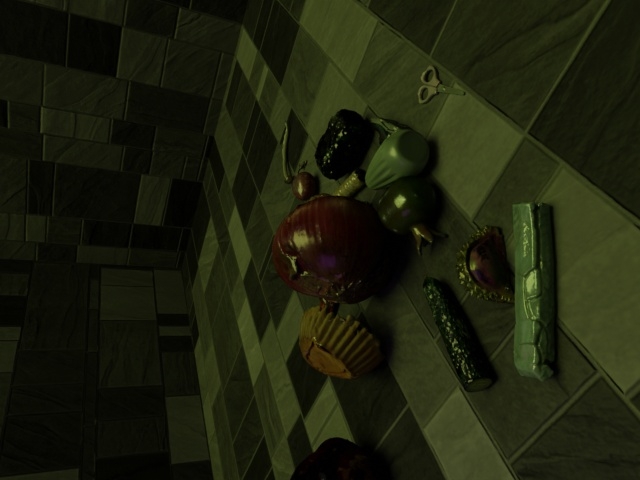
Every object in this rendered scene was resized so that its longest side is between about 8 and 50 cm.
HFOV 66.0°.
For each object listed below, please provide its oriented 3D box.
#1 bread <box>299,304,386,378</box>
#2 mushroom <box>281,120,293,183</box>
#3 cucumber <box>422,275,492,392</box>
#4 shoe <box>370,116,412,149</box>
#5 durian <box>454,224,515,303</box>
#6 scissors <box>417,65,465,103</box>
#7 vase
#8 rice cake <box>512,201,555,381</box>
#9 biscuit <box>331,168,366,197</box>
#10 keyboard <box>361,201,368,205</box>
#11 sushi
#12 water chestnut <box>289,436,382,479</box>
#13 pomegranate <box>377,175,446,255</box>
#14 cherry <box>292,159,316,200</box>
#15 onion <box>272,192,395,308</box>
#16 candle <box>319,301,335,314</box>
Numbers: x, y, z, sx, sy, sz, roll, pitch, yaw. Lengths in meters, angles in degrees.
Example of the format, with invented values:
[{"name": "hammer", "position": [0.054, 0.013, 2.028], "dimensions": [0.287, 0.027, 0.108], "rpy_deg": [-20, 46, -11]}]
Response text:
[{"name": "bread", "position": [0.044, 0.303, 1.424], "dimensions": [0.149, 0.274, 0.274], "rpy_deg": [-47, 13, -26]}, {"name": "mushroom", "position": [-0.150, -0.379, 2.160], "dimensions": [0.068, 0.043, 0.306], "rpy_deg": [-26, 60, 40]}, {"name": "cucumber", "position": [0.302, 0.198, 1.123], "dimensions": [0.067, 0.067, 0.294], "rpy_deg": [-60, 35, 41]}, {"name": "shoe", "position": [0.193, -0.298, 1.425], "dimensions": [0.169, 0.071, 0.099], "rpy_deg": [43, 126, 54]}, {"name": "durian", "position": [0.324, 0.055, 1.051], "dimensions": [0.119, 0.108, 0.187], "rpy_deg": [-37, 53, 56]}, {"name": "scissors", "position": [0.310, -0.392, 1.267], "dimensions": [0.189, 0.015, 0.100], "rpy_deg": [43, 125, 55]}, {"name": "vase", "position": [0.195, -0.206, 1.348], "dimensions": [0.248, 0.128, 0.128], "rpy_deg": [143, 128, -68]}, {"name": "rice cake", "position": [0.405, 0.092, 0.939], "dimensions": [0.066, 0.063, 0.336], "rpy_deg": [160, 111, -70]}, {"name": "biscuit", "position": [0.086, -0.162, 1.628], "dimensions": [0.219, 0.061, 0.055], "rpy_deg": [-40, 28, 52]}, {"name": "keyboard", "position": [0.092, -0.078, 1.580], "dimensions": [0.381, 0.041, 0.103], "rpy_deg": [7, 103, 57]}, {"name": "sushi", "position": [0.073, -0.304, 1.602], "dimensions": [0.225, 0.124, 0.127], "rpy_deg": [-57, 38, 34]}, {"name": "water chestnut", "position": [0.046, 0.701, 1.356], "dimensions": [0.244, 0.289, 0.289], "rpy_deg": [66, -157, -78]}, {"name": "pomegranate", "position": [0.236, -0.064, 1.248], "dimensions": [0.191, 0.131, 0.152], "rpy_deg": [57, 134, 19]}, {"name": "cherry", "position": [-0.066, -0.243, 1.917], "dimensions": [0.107, 0.090, 0.225], "rpy_deg": [109, 161, -50]}, {"name": "onion", "position": [0.036, 0.038, 1.376], "dimensions": [0.353, 0.353, 0.354], "rpy_deg": [-19, 69, 61]}, {"name": "candle", "position": [0.016, 0.255, 1.691], "dimensions": [0.084, 0.059, 0.302], "rpy_deg": [44, 127, 43]}]
